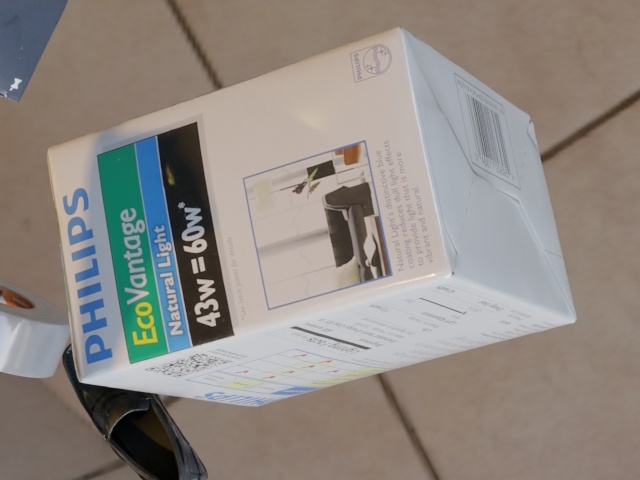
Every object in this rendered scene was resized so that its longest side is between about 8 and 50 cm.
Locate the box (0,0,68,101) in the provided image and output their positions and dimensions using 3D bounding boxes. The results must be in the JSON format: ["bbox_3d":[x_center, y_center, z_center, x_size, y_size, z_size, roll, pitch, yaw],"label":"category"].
[{"bbox_3d":[-0.298,-0.186,1.165,0.158,0.156,0.093,32,98,30],"label":"box"}]

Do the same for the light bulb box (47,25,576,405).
[{"bbox_3d":[0.000,0.000,1.498,0.361,0.358,0.225,-16,74,22],"label":"light bulb box"}]

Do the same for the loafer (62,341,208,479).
[{"bbox_3d":[-0.202,0.187,1.721,0.076,0.078,0.223,-40,71,-2],"label":"loafer"}]

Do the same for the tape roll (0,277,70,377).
[{"bbox_3d":[-0.417,0.093,1.977,0.219,0.219,0.072,24,95,26],"label":"tape roll"}]
